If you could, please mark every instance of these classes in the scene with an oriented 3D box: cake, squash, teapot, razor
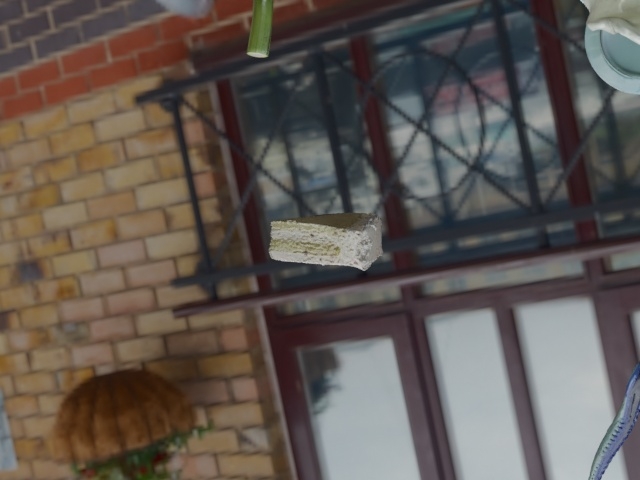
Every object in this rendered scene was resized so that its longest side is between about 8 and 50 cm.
[{"bbox_3d":[0.000,0.000,1.227,0.121,0.052,0.065,-2,-160,13],"label":"cake"},{"bbox_3d":[-0.072,-0.267,1.461,0.027,0.083,0.027,7,178,0],"label":"squash"},{"bbox_3d":[0.450,-0.286,1.684,0.159,0.232,0.159,-48,174,-7],"label":"teapot"},{"bbox_3d":[0.373,0.266,1.505,0.056,0.324,0.093,20,-142,25],"label":"razor"}]

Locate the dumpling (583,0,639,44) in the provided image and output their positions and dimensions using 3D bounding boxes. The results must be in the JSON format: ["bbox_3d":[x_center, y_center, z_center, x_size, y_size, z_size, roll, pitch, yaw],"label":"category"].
[{"bbox_3d":[0.376,-0.379,1.332,0.187,0.318,0.243,-7,-163,-34],"label":"dumpling"}]
